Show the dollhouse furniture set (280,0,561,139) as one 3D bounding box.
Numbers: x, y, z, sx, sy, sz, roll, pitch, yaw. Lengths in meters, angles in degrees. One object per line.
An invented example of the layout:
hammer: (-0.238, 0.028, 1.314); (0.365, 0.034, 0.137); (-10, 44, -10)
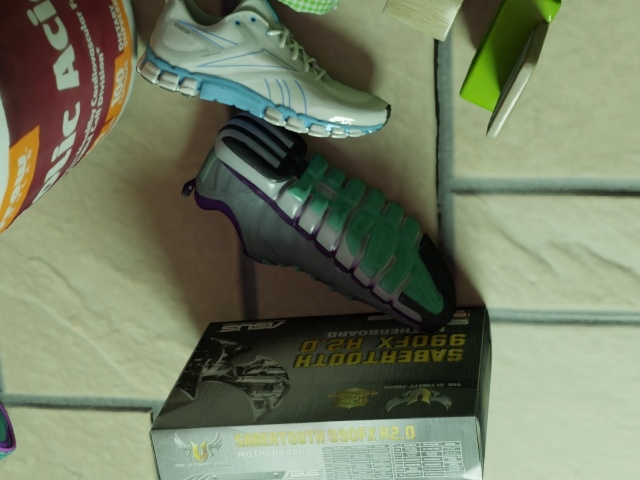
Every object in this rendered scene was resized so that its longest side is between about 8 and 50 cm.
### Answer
dollhouse furniture set: (0.020, -0.209, 0.842); (0.301, 0.151, 0.197); (25, 124, 0)

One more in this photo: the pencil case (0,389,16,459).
pencil case: (-0.334, 0.184, 1.115); (0.152, 0.064, 0.070); (-32, 118, 18)

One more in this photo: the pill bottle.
pill bottle: (-0.273, -0.091, 0.824); (0.224, 0.392, 0.224); (3, 111, 8)

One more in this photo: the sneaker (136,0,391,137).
sneaker: (-0.036, -0.132, 0.946); (0.191, 0.071, 0.083); (18, 107, 2)

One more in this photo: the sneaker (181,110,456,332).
sneaker: (0.000, 0.000, 0.996); (0.224, 0.083, 0.098); (42, 132, -2)

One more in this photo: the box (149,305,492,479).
box: (0.009, 0.115, 0.968); (0.231, 0.183, 0.056); (-4, 110, 12)
